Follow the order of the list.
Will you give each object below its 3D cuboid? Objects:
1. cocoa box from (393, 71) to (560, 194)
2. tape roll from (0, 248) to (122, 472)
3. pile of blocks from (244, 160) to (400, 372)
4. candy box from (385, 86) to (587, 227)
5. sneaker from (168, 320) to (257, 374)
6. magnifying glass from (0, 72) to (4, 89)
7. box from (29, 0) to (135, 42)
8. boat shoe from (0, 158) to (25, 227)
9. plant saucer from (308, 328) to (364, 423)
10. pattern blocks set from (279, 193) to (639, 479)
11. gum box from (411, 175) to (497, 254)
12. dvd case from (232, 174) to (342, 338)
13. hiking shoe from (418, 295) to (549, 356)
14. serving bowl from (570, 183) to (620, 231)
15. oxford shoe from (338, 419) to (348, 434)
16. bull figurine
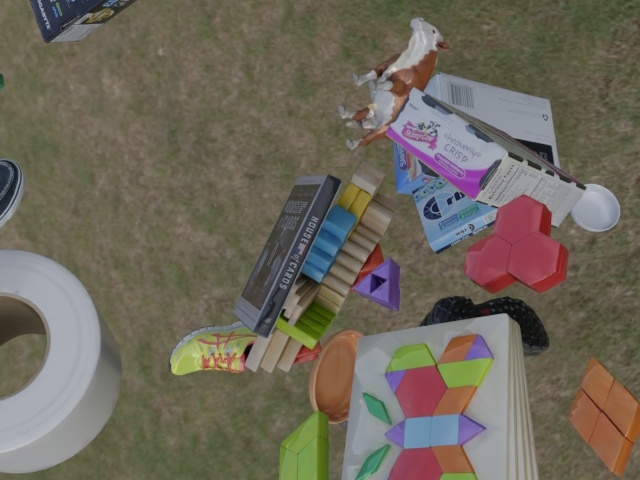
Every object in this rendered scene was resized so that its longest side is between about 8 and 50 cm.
[{"bbox_3d":[0.381,-0.235,1.989,0.228,0.347,0.232,145,128,-58],"label":"cocoa box"},{"bbox_3d":[-0.379,0.152,0.979,0.246,0.246,0.169,57,164,16],"label":"tape roll"},{"bbox_3d":[0.021,0.062,1.215,0.112,0.149,0.362,30,98,8],"label":"pile of blocks"},{"bbox_3d":[0.212,-0.099,1.000,0.159,0.233,0.071,44,110,36],"label":"candy box"},{"bbox_3d":[-0.180,0.210,1.484,0.094,0.208,0.082,51,148,39],"label":"sneaker"},{"bbox_3d":[-0.574,-0.236,1.258,0.231,0.092,0.026,-5,97,47],"label":"magnifying glass"},{"bbox_3d":[-0.340,-0.469,1.122,0.293,0.073,0.296,-16,94,40],"label":"box"},{"bbox_3d":[-0.389,-0.033,0.854,0.065,0.183,0.083,28,151,7],"label":"boat shoe"},{"bbox_3d":[0.037,0.281,1.665,0.037,0.200,0.200,9,105,39],"label":"plant saucer"},{"bbox_3d":[0.082,0.140,0.570,0.285,0.026,0.325,-28,47,26],"label":"pattern blocks set"},{"bbox_3d":[0.286,-0.075,1.688,0.157,0.041,0.184,-29,37,16],"label":"gum box"},{"bbox_3d":[-0.053,0.016,1.161,0.239,0.029,0.179,-65,15,-3],"label":"dvd case"},{"bbox_3d":[0.231,0.139,1.173,0.114,0.226,0.086,-45,41,45],"label":"hiking shoe"},{"bbox_3d":[0.444,-0.049,1.300,0.083,0.083,0.027,56,163,16],"label":"serving bowl"},{"bbox_3d":[0.154,0.512,2.121,0.363,0.130,0.133,32,144,53],"label":"oxford shoe"},{"bbox_3d":[0.150,-0.319,1.672,0.101,0.188,0.310,56,150,28],"label":"bull figurine"}]
